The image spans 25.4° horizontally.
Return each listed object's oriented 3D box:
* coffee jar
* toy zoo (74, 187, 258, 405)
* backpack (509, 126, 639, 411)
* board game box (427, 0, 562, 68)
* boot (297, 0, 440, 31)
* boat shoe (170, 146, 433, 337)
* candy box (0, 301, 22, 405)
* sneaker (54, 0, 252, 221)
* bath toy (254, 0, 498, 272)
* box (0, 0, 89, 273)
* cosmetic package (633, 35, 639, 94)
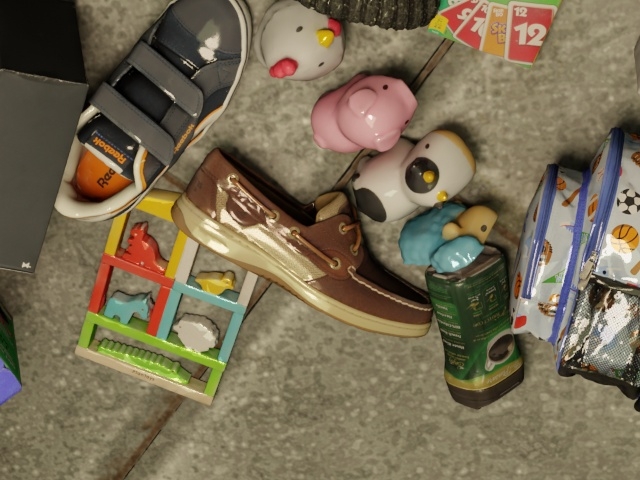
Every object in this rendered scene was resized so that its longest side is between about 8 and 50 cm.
[{"bbox_3d":[0.185,0.104,1.690,0.079,0.096,0.184,16,126,48],"label":"coffee jar"},{"bbox_3d":[-0.181,0.052,1.772,0.192,0.030,0.293,20,117,1],"label":"toy zoo"},{"bbox_3d":[0.320,0.010,1.546,0.213,0.276,0.263,19,105,0],"label":"backpack"},{"bbox_3d":[0.209,-0.304,1.484,0.124,0.039,0.259,20,133,0],"label":"board game box"},{"bbox_3d":[-0.010,-0.383,1.476,0.348,0.131,0.260,28,133,12],"label":"boot"},{"bbox_3d":[0.000,0.000,1.661,0.342,0.123,0.123,28,104,-11],"label":"boat shoe"},{"bbox_3d":[-0.495,0.168,1.681,0.268,0.317,0.122,-37,109,-5],"label":"candy box"},{"bbox_3d":[-0.193,-0.145,1.610,0.126,0.127,0.321,37,110,6],"label":"sneaker"},{"bbox_3d":[0.057,-0.121,1.577,0.151,0.129,0.348,-31,110,23],"label":"bath toy"},{"bbox_3d":[-0.346,-0.123,1.606,0.103,0.184,0.261,7,125,-24],"label":"box"},{"bbox_3d":[0.574,-0.184,1.442,0.453,0.161,0.230,21,118,0],"label":"cosmetic package"}]
